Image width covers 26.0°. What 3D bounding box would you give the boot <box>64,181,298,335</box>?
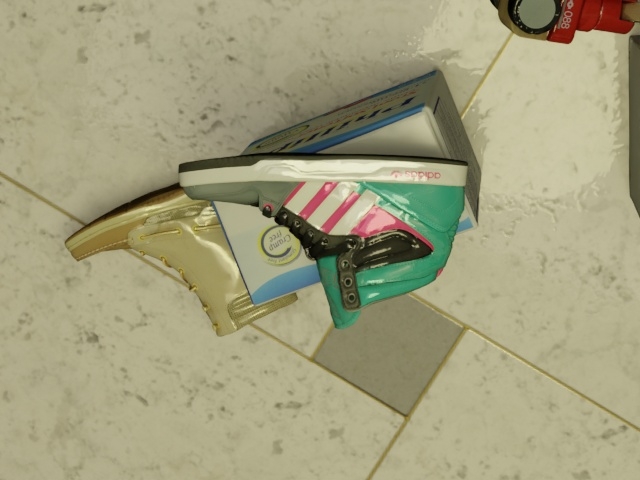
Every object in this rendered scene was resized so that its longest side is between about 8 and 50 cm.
[{"bbox_3d":[-0.177,0.034,1.765,0.261,0.095,0.204,-19,102,8],"label":"boot"}]

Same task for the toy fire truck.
[{"bbox_3d":[0.344,-0.324,1.587,0.246,0.158,0.217,8,109,-12],"label":"toy fire truck"}]

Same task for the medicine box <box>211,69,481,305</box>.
[{"bbox_3d":[0.038,-0.068,1.605,0.263,0.289,0.149,-20,100,12],"label":"medicine box"}]

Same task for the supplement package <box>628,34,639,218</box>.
[{"bbox_3d":[0.428,-0.119,1.552,0.145,0.262,0.204,-1,104,8],"label":"supplement package"}]

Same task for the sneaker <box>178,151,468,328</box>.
[{"bbox_3d":[0.000,0.000,1.418,0.295,0.124,0.179,2,95,6],"label":"sneaker"}]
